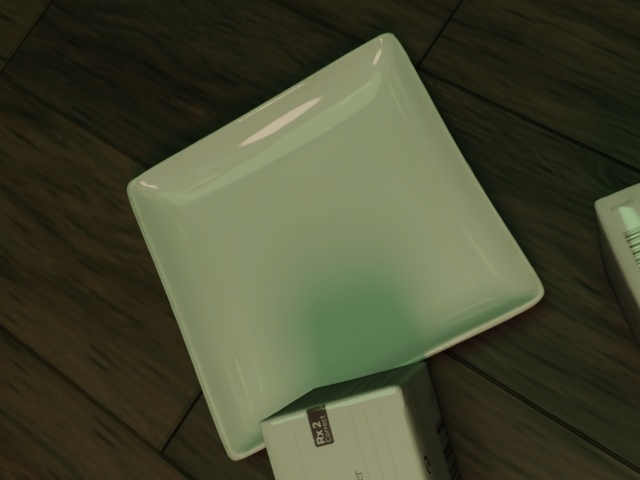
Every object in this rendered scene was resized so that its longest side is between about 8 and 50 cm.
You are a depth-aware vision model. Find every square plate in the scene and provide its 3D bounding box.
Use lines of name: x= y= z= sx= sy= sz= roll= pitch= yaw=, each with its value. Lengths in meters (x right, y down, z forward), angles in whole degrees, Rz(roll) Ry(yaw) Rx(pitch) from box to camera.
square plate: x=0.000 y=0.000 z=0.963 sx=0.347 sy=0.049 sz=0.344 roll=-29 pitch=65 yaw=7

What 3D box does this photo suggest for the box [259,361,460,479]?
box: x=0.049 y=0.209 z=0.780 sx=0.119 sy=0.182 sz=0.180 roll=-17 pitch=85 yaw=13

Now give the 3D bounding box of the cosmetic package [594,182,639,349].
cosmetic package: x=0.330 y=0.033 z=0.764 sx=0.151 sy=0.184 sz=0.151 roll=-23 pitch=66 yaw=11
